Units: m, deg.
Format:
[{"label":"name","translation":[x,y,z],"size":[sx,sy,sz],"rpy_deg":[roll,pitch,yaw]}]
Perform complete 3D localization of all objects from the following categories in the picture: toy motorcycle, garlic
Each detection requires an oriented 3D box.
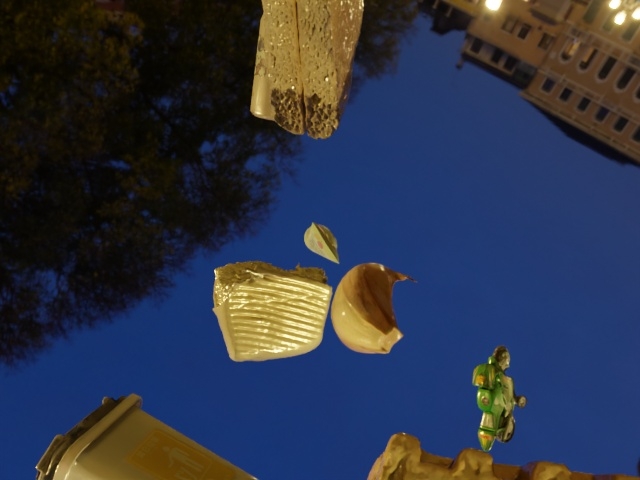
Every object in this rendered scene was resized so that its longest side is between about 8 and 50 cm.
[{"label":"toy motorcycle","translation":[0.340,0.302,1.161],"size":[0.106,0.190,0.074],"rpy_deg":[-5,-178,-41]},{"label":"garlic","translation":[0.077,0.100,1.036],"size":[0.115,0.128,0.206],"rpy_deg":[57,-151,-21]}]

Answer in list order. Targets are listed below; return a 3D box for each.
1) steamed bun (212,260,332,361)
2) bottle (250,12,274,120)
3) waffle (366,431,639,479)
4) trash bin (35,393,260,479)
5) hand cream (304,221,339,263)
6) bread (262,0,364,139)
[{"label":"steamed bun","translation":[-0.134,0.158,1.557],"size":[0.290,0.273,0.272],"rpy_deg":[4,-165,-12]},{"label":"bottle","translation":[-0.043,-0.305,0.939],"size":[0.110,0.233,0.110],"rpy_deg":[9,-165,-2]},{"label":"waffle","translation":[0.224,0.293,0.691],"size":[0.348,0.304,0.077],"rpy_deg":[6,-112,6]},{"label":"trash bin","translation":[-0.292,0.480,1.029],"size":[0.368,0.296,0.256],"rpy_deg":[23,-168,6]},{"label":"hand cream","translation":[0.000,0.000,1.922],"size":[0.147,0.093,0.306],"rpy_deg":[58,178,-6]},{"label":"bread","translation":[-0.005,-0.298,0.760],"size":[0.102,0.337,0.183],"rpy_deg":[11,-126,10]}]
